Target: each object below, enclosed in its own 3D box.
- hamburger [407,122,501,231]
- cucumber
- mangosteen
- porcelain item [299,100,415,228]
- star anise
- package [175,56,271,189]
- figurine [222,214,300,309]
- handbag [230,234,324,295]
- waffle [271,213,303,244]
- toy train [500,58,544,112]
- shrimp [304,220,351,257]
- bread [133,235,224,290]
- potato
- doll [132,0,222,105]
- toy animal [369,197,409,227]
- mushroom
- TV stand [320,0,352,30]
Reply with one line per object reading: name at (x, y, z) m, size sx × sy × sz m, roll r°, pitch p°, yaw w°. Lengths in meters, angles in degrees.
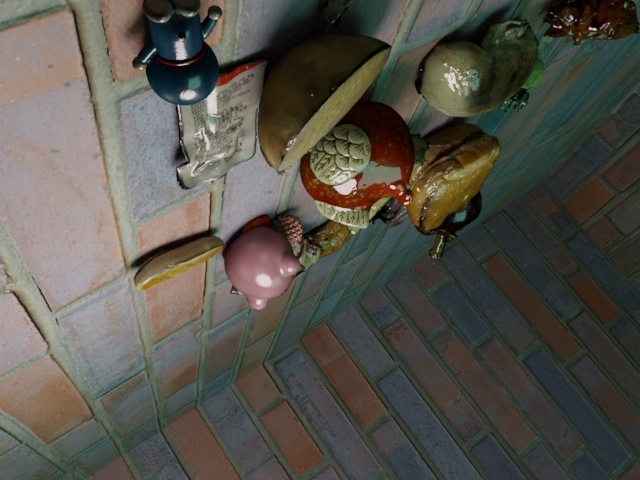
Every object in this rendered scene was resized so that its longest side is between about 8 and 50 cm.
hamburger at (0.357, -0.181, 1.774) m, size 0.305 × 0.174 × 0.284 m, roll -26°, pitch 147°, yaw -22°
cucumber at (0.149, -0.151, 1.614) m, size 0.325 × 0.105 × 0.145 m, roll -52°, pitch -174°, yaw 43°
mangosteen at (0.415, -0.084, 2.068) m, size 0.232 × 0.289 × 0.231 m, roll -1°, pitch -172°, yaw 0°
porcelain item at (0.090, -0.143, 1.251) m, size 0.253 × 0.253 × 0.253 m, roll -34°, pitch 165°, yaw -11°
star anise at (0.639, -0.545, 1.430) m, size 0.238 × 0.148 × 0.346 m, roll 6°, pitch 166°, yaw 6°
package at (-0.156, -0.179, 0.974) m, size 0.166 × 0.040 × 0.232 m, roll -32°, pitch 157°, yaw -28°
figurine at (-0.136, 0.053, 1.443) m, size 0.173 × 0.173 × 0.173 m, roll -34°, pitch 165°, yaw -11°
handbag at (-0.113, 0.073, 1.629) m, size 0.235 × 0.127 × 0.213 m, roll -38°, pitch 160°, yaw 6°
waffle at (-0.083, -0.025, 1.506) m, size 0.029 × 0.083 × 0.075 m, roll -96°, pitch -161°, yaw -74°
toy train at (0.503, -0.421, 1.613) m, size 0.253 × 0.105 × 0.157 m, roll -15°, pitch 140°, yaw -57°
shrimp at (-0.001, -0.001, 1.806) m, size 0.294 × 0.062 × 0.154 m, roll -26°, pitch 149°, yaw -44°
bread at (-0.289, 0.036, 1.273) m, size 0.214 × 0.053 × 0.073 m, roll -27°, pitch 166°, yaw -40°
potato at (-0.015, -0.229, 0.973) m, size 0.299 × 0.116 × 0.239 m, roll -46°, pitch 173°, yaw -42°
doll at (-0.167, -0.221, 0.743) m, size 0.114 × 0.085 × 0.152 m, roll -18°, pitch 149°, yaw -13°
toy animal at (0.276, -0.139, 1.938) m, size 0.324 × 0.090 × 0.195 m, roll -38°, pitch 156°, yaw -2°
mushroom at (0.363, -0.372, 1.372) m, size 0.344 × 0.130 × 0.247 m, roll -21°, pitch 162°, yaw -47°
TV stand at (0.095, -0.399, 0.860) m, size 0.249 × 0.042 × 0.036 m, roll -43°, pitch 161°, yaw 22°
